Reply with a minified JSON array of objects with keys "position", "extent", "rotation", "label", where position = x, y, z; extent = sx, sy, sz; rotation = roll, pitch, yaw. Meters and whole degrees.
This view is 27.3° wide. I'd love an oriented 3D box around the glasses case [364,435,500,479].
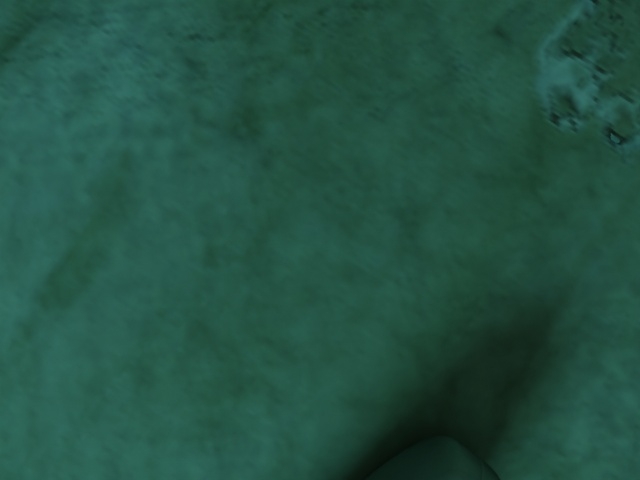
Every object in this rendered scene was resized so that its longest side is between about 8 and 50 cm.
[{"position":[-0.013,0.174,0.520],"extent":[0.059,0.092,0.233],"rotation":[41,91,-4],"label":"glasses case"}]
